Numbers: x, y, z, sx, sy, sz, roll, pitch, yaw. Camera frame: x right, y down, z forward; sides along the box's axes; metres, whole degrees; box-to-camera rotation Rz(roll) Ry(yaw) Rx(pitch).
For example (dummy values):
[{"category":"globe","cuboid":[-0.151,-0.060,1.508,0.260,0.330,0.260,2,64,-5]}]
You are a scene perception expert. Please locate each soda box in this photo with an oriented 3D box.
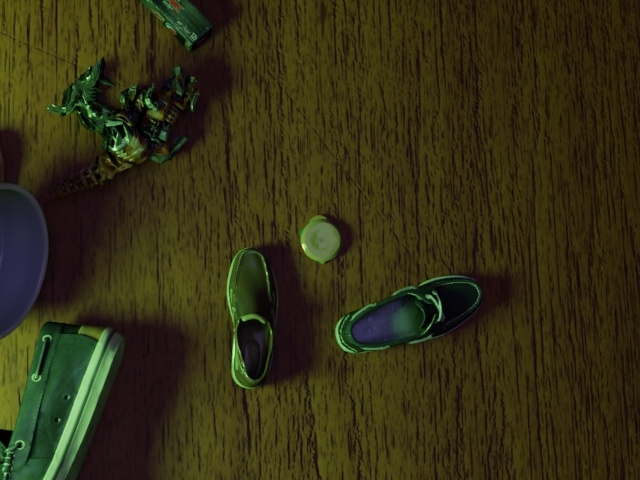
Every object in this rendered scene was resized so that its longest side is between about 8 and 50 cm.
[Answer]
[{"category":"soda box","cuboid":[-0.281,-0.438,1.842,0.169,0.053,0.060,46,75,-3]}]

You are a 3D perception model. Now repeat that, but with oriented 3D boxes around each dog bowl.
[{"category":"dog bowl","cuboid":[-0.566,0.030,1.602,0.104,0.265,0.265,9,79,18]}]

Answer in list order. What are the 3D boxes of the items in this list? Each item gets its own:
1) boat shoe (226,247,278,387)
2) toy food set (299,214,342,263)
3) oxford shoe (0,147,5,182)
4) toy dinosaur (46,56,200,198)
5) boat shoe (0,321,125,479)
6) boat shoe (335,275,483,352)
[{"category":"boat shoe","cuboid":[-0.116,0.137,1.770,0.095,0.095,0.258,-2,82,-12]},{"category":"toy food set","cuboid":[0.000,0.000,1.853,0.083,0.020,0.083,42,77,-4]},{"category":"oxford shoe","cuboid":[-0.635,-0.018,1.667,0.129,0.133,0.364,18,78,-8]},{"category":"toy dinosaur","cuboid":[-0.359,-0.205,1.752,0.218,0.164,0.322,47,54,-18]},{"category":"boat shoe","cuboid":[-0.483,0.363,1.625,0.155,0.187,0.501,20,73,-3]},{"category":"boat shoe","cuboid":[0.179,0.141,1.832,0.302,0.091,0.114,-22,87,-14]}]
